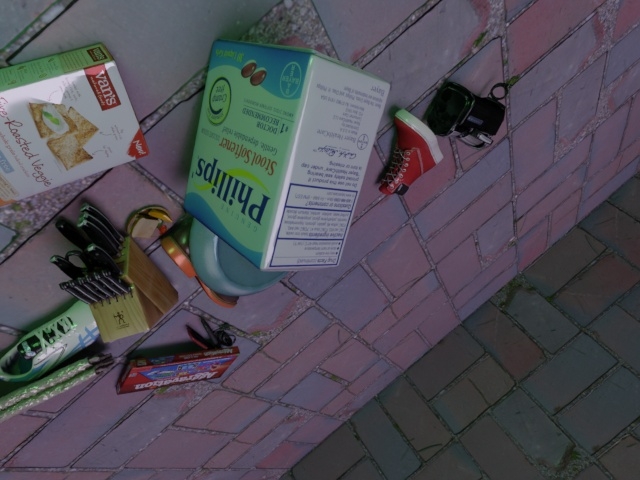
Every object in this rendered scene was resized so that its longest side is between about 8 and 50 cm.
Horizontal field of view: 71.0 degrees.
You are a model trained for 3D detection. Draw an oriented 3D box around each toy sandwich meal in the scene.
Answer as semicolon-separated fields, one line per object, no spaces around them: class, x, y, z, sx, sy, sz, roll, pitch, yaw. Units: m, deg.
toy sandwich meal;-0.318;-0.028;0.843;0.086;0.029;0.085;-25;142;-21

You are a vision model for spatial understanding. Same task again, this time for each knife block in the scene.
knife block;-0.373;0.049;0.830;0.088;0.242;0.275;-15;-172;0

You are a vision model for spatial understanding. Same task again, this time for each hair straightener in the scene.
hair straightener;-0.269;0.265;1.198;0.089;0.047;0.230;-33;145;-10

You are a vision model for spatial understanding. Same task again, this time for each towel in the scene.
towel;-0.562;0.301;0.884;0.282;0.049;0.187;-26;177;-18

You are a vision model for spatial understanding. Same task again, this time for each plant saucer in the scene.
plant saucer;-0.123;-0.017;0.948;0.318;0.044;0.317;-25;128;-36

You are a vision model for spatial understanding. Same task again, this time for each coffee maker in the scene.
coffee maker;0.362;-0.324;1.098;0.178;0.120;0.171;3;104;-46

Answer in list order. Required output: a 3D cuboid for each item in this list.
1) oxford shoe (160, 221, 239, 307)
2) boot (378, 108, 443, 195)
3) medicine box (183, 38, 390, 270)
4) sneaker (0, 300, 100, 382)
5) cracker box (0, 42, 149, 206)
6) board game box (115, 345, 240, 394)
oxford shoe;-0.229;0.060;0.972;0.098;0.097;0.271;-40;146;-10
boot;0.195;-0.198;1.091;0.176;0.088;0.244;-44;149;8
medicine box;-0.070;-0.136;0.696;0.149;0.263;0.289;1;111;-42
sneaker;-0.507;0.189;0.853;0.237;0.085;0.086;-39;169;1
cracker box;-0.377;-0.156;0.616;0.232;0.067;0.155;-27;144;-20
board game box;-0.365;0.335;1.164;0.281;0.027;0.145;2;140;-39
